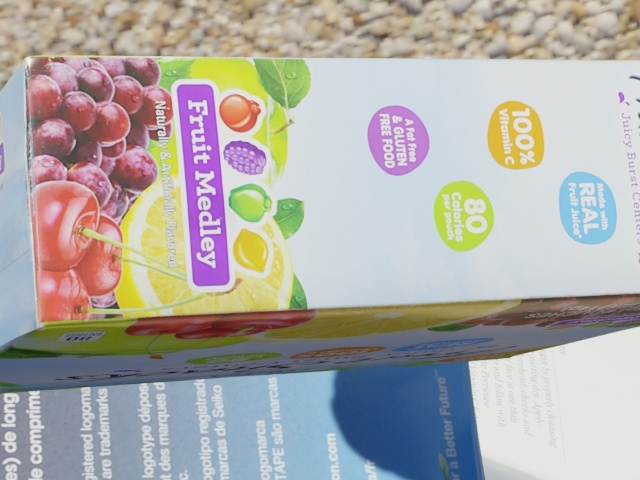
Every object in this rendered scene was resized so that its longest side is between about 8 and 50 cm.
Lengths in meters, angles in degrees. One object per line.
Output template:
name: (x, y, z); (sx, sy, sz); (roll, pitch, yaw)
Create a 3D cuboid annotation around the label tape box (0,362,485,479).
label tape box: (-0.099, 0.173, 0.721); (0.115, 0.347, 0.249); (118, 149, -60)

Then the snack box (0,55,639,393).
snack box: (0.000, 0.000, 0.506); (0.174, 0.207, 0.070); (156, 112, -66)

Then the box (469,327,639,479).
box: (0.090, 0.151, 1.032); (0.345, 0.168, 0.215); (23, 126, -16)
